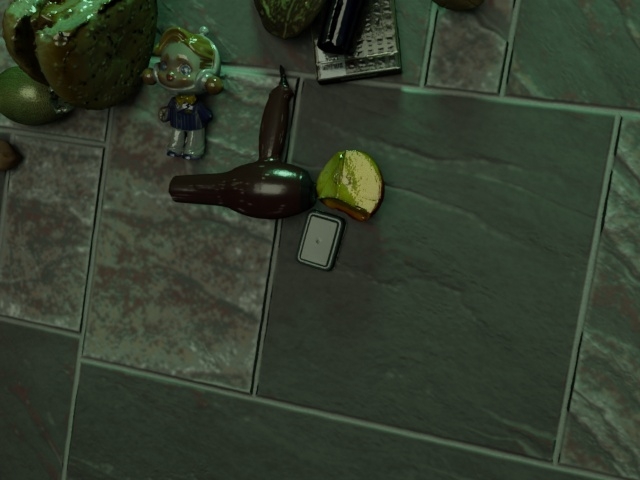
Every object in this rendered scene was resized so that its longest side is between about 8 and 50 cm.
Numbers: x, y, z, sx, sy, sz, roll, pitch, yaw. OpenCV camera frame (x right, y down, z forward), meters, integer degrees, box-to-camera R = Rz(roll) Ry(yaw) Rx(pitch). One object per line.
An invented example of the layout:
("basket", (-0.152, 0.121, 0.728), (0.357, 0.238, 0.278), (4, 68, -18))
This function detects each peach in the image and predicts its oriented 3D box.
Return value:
("peach", (0.072, -0.115, 1.340), (0.151, 0.118, 0.151), (-17, 65, 41))

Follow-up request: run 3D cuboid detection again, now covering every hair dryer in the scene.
("hair dryer", (-0.149, -0.219, 1.398), (0.313, 0.123, 0.340), (6, 82, 11))

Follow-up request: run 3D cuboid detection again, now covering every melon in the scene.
("melon", (-0.653, -0.329, 1.480), (0.192, 0.139, 0.139), (9, 94, 15))

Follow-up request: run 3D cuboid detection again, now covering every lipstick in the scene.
("lipstick", (0.079, -0.580, 1.295), (0.077, 0.077, 0.418), (17, 93, 11))

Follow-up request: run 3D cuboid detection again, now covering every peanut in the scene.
("peanut", (-0.789, -0.206, 1.550), (0.152, 0.076, 0.076), (8, 94, 10))

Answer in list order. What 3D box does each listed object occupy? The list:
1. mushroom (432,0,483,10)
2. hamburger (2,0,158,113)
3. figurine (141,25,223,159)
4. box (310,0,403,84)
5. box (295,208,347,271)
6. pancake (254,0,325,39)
("mushroom", (0.302, -0.653, 1.264), (0.154, 0.137, 0.407), (19, 90, -2))
("hamburger", (-0.484, -0.423, 1.369), (0.195, 0.276, 0.318), (26, 58, 12))
("figurine", (-0.278, -0.316, 1.411), (0.194, 0.133, 0.274), (-10, 99, 29))
("box", (0.065, -0.500, 1.360), (0.180, 0.047, 0.324), (-6, 90, 11))
("box", (0.000, 0.000, 1.401), (0.091, 0.031, 0.126), (18, 97, 12))
("pancake", (-0.056, -0.547, 1.346), (0.250, 0.031, 0.250), (-4, 84, 43))
